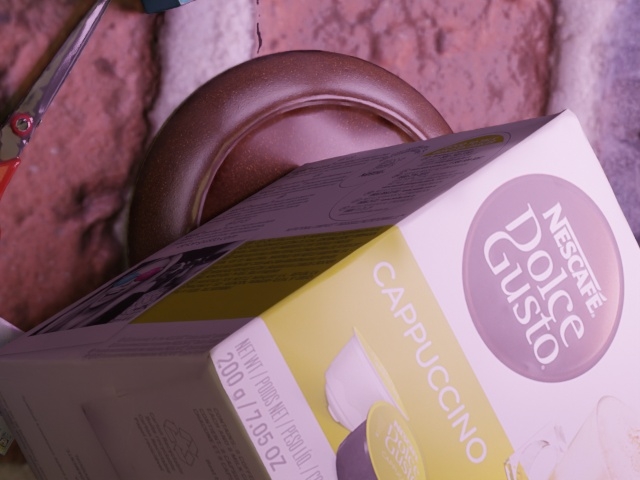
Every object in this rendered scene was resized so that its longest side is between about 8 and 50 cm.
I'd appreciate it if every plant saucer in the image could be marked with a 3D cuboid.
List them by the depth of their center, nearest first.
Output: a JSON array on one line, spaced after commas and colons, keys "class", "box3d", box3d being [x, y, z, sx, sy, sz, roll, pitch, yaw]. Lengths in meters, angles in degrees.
[{"class": "plant saucer", "box3d": [0.000, 0.000, 1.585, 0.311, 0.050, 0.310, -1, 93, -21]}]

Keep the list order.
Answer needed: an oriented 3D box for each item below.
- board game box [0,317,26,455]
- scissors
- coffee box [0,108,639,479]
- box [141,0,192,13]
[{"class": "board game box", "box3d": [-0.258, 0.104, 1.505, 0.090, 0.020, 0.090, 34, 81, -18]}, {"class": "scissors", "box3d": [-0.236, -0.068, 1.512, 0.297, 0.021, 0.109, -43, 103, -15]}, {"class": "coffee box", "box3d": [0.036, 0.143, 1.365, 0.334, 0.338, 0.337, -33, 103, -31]}, {"class": "box", "box3d": [-0.026, -0.250, 1.538, 0.244, 0.100, 0.060, -24, 100, -18]}]
